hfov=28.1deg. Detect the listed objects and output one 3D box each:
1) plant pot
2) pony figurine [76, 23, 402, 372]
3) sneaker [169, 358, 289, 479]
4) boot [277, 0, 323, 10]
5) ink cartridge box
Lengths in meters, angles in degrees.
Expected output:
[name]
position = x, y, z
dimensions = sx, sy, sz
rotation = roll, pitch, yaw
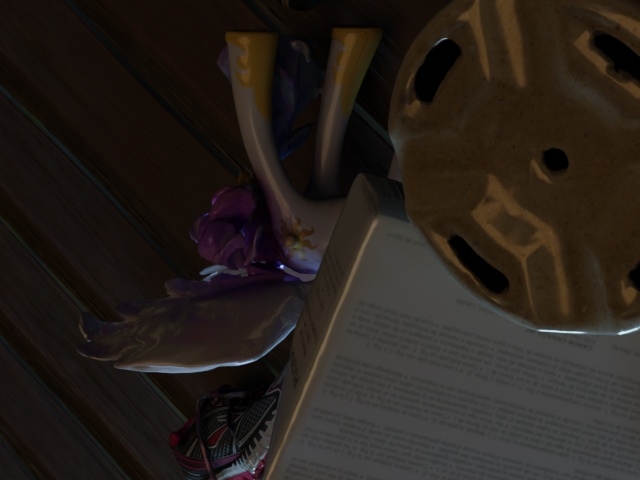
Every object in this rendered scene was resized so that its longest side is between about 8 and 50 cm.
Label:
[plant pot]
position = 0.216, -0.096, 0.836
dimensions = 0.334, 0.305, 0.334
rotation = 17, 121, 31
[pony figurine]
position = 0.000, 0.000, 1.107
dimensions = 0.351, 0.303, 0.363
rotation = 7, 107, 23
[sneaker]
position = -0.075, 0.190, 1.342
dimensions = 0.112, 0.121, 0.299
rotation = 50, 133, 10
[boot]
position = 0.058, -0.225, 1.062
dimensions = 0.137, 0.077, 0.198
rotation = 48, 134, 3
[ink cartridge box]
position = 0.109, 0.167, 1.031
dimensions = 0.308, 0.091, 0.385
rotation = 17, 112, -14
